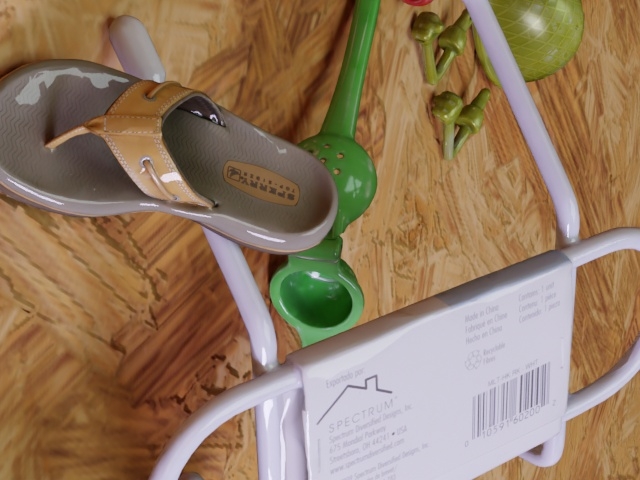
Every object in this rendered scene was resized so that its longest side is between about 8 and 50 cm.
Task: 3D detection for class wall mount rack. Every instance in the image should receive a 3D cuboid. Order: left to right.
[{"bbox_3d":[0.026,0.018,0.851,0.350,0.130,0.304,-21,123,-31],"label":"wall mount rack"}]

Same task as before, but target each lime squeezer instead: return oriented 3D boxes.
[{"bbox_3d":[0.000,0.000,0.964,0.110,0.059,0.310,-126,-140,-82],"label":"lime squeezer"}]

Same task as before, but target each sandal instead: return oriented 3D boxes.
[{"bbox_3d":[-0.066,-0.040,0.726,0.180,0.049,0.072,16,69,-24],"label":"sandal"}]

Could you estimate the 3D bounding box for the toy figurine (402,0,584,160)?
[{"bbox_3d":[0.179,-0.217,1.047,0.191,0.217,0.362,-56,143,-40],"label":"toy figurine"}]
